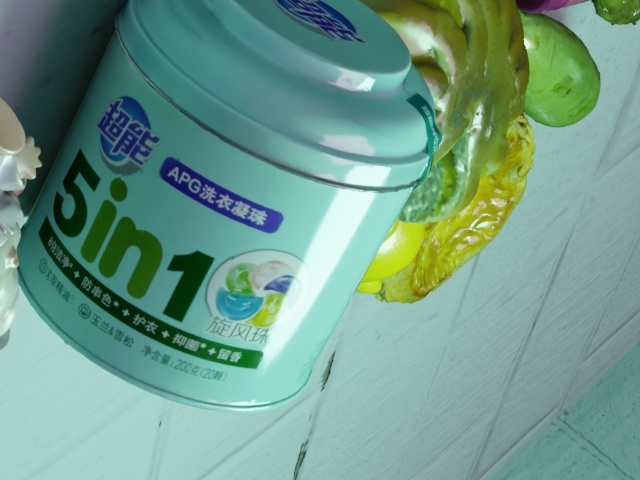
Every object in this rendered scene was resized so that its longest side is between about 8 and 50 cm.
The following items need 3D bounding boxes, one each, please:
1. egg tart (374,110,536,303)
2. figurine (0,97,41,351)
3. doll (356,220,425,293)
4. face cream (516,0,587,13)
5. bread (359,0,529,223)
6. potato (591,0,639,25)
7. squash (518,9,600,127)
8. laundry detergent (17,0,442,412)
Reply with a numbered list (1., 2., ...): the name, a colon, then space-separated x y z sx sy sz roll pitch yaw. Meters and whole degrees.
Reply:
1. egg tart: 0.146 -0.053 2.221 0.295 0.116 0.295 -45 160 -20
2. figurine: -0.287 -0.017 1.362 0.200 0.133 0.276 -72 177 -49
3. doll: 0.000 0.000 2.010 0.363 0.145 0.199 -41 119 -2
4. face cream: 0.281 -0.338 1.862 0.195 0.175 0.175 -16 146 -20
5. bread: 0.100 -0.159 1.812 0.333 0.160 0.333 -31 136 -37
6. potato: 0.421 -0.372 2.297 0.117 0.090 0.225 -17 141 -57
7. squash: 0.267 -0.210 2.180 0.118 0.118 0.370 -53 164 5
8. laundry detergent: -0.071 -0.062 1.513 0.287 0.287 0.305 -17 141 -56
